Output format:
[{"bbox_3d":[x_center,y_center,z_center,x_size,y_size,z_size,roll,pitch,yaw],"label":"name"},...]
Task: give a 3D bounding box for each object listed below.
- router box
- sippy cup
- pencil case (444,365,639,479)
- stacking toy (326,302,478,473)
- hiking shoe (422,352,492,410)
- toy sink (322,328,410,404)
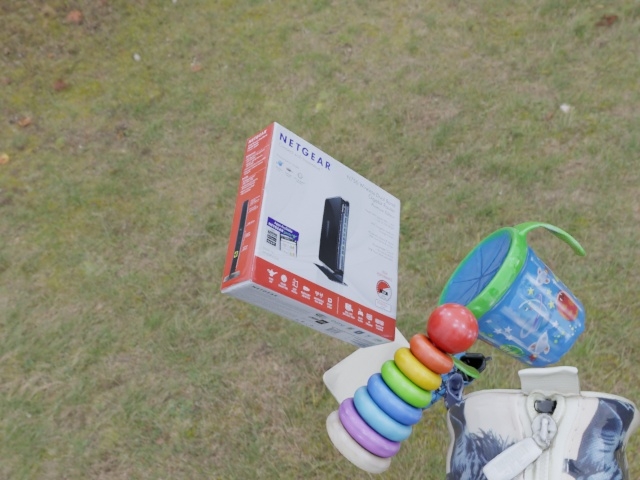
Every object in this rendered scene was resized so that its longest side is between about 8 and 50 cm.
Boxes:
[{"bbox_3d":[0.000,0.000,1.097,0.082,0.335,0.301,-22,53,43],"label":"router box"},{"bbox_3d":[0.393,0.130,1.232,0.224,0.305,0.240,38,42,-5],"label":"sippy cup"},{"bbox_3d":[0.150,0.302,0.428,0.160,0.183,0.410,-7,55,30],"label":"pencil case"},{"bbox_3d":[0.159,0.251,1.096,0.330,0.141,0.141,-52,55,9],"label":"stacking toy"},{"bbox_3d":[0.336,0.377,1.696,0.304,0.132,0.113,-24,83,-39],"label":"hiking shoe"},{"bbox_3d":[0.124,0.345,1.494,0.234,0.131,0.153,-31,71,-26],"label":"toy sink"}]
